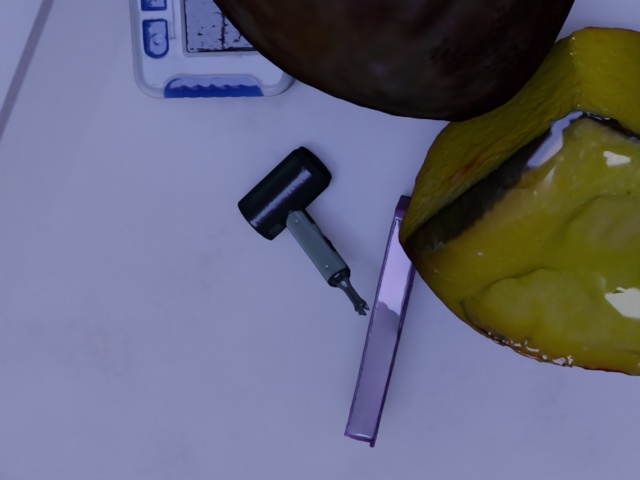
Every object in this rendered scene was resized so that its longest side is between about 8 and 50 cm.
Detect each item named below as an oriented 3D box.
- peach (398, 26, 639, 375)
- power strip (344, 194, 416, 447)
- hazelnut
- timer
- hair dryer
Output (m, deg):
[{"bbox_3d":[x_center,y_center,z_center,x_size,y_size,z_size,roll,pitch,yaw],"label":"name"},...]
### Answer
[{"bbox_3d":[0.277,-0.036,1.357,0.380,0.242,0.306,15,124,-7],"label":"peach"},{"bbox_3d":[0.073,0.083,1.478,0.037,0.109,0.279,13,103,4],"label":"power strip"},{"bbox_3d":[0.062,-0.301,1.245,0.352,0.421,0.421,-33,94,27],"label":"hazelnut"},{"bbox_3d":[-0.114,-0.279,1.457,0.178,0.078,0.253,0,101,8],"label":"timer"},{"bbox_3d":[0.000,0.000,1.473,0.100,0.057,0.198,-41,69,15],"label":"hair dryer"}]
